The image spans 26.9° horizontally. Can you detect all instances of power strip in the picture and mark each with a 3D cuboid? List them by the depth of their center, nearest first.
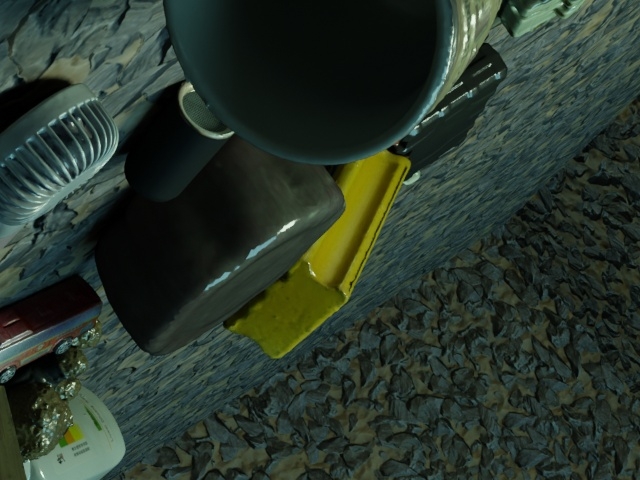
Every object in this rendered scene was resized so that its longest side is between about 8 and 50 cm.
[{"bbox_3d":[0.308,-0.336,1.714,0.251,0.092,0.257,-40,174,-2],"label":"power strip"}]

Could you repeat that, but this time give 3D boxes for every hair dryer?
[{"bbox_3d":[-0.091,-0.127,1.397,0.128,0.070,0.255,-44,173,40],"label":"hair dryer"}]

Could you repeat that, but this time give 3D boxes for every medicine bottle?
[{"bbox_3d":[-0.425,0.314,2.012,0.111,0.161,0.296,-42,168,23],"label":"medicine bottle"}]

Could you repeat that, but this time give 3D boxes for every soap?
[{"bbox_3d":[0.000,0.000,1.863,0.204,0.096,0.324,-41,-166,42],"label":"soap"}]

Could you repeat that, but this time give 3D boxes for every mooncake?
[{"bbox_3d":[-0.121,-0.007,1.574,0.306,0.154,0.306,-34,170,-7],"label":"mooncake"}]

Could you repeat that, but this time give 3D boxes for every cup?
[{"bbox_3d":[0.041,-0.239,1.017,0.257,0.227,0.301,-45,152,-56],"label":"cup"}]

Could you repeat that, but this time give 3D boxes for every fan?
[{"bbox_3d":[-0.263,-0.045,1.147,0.244,0.074,0.130,-38,-177,42],"label":"fan"}]

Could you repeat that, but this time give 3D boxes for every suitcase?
[{"bbox_3d":[0.163,-0.177,2.033,0.206,0.066,0.285,-33,170,-18],"label":"suitcase"}]

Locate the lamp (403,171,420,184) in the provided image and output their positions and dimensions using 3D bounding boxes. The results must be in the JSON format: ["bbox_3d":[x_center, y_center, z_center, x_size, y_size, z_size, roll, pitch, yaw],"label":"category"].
[{"bbox_3d":[0.109,-0.075,2.387,0.056,0.050,0.198,-33,168,-40],"label":"lamp"}]

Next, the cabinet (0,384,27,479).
[{"bbox_3d":[-0.469,0.268,1.523,0.215,0.148,0.175,-4,154,-31],"label":"cabinet"}]

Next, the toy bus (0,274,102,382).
[{"bbox_3d":[-0.349,0.107,1.591,0.192,0.065,0.077,-28,156,-43],"label":"toy bus"}]

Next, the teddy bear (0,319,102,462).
[{"bbox_3d":[-0.367,0.189,1.696,0.251,0.129,0.182,-94,-155,-68],"label":"teddy bear"}]
